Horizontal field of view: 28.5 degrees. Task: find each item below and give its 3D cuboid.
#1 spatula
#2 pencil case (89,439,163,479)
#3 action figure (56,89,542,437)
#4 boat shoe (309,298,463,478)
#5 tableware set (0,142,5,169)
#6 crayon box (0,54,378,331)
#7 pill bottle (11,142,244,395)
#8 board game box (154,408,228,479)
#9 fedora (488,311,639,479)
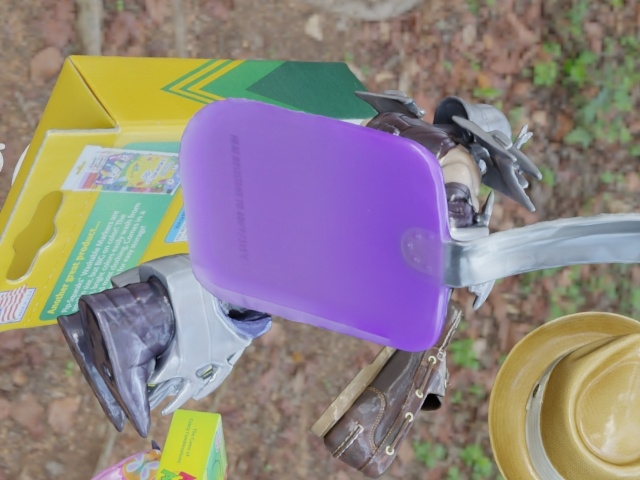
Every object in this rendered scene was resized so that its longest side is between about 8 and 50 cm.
[{"bbox_3d":[0.096,0.003,0.377,0.030,0.297,0.084,-71,162,-52],"label":"spatula"},{"bbox_3d":[-0.178,0.391,1.545,0.124,0.284,0.124,-32,159,-14],"label":"pencil case"},{"bbox_3d":[0.000,0.000,0.687,0.285,0.185,0.099,-30,109,-18],"label":"action figure"},{"bbox_3d":[0.070,0.120,1.057,0.207,0.073,0.073,-45,171,-42],"label":"boat shoe"},{"bbox_3d":[-0.503,-0.073,1.709,0.141,0.020,0.168,-1,115,-20],"label":"tableware set"},{"bbox_3d":[-0.119,-0.039,0.972,0.323,0.083,0.203,-7,140,-44],"label":"crayon box"},{"bbox_3d":[-0.188,0.017,1.288,0.334,0.188,0.187,72,39,-60],"label":"pill bottle"},{"bbox_3d":[-0.120,0.245,1.073,0.092,0.043,0.181,89,10,-47],"label":"board game box"},{"bbox_3d":[0.225,0.134,0.975,0.194,0.194,0.079,-61,174,-26],"label":"fedora"}]
